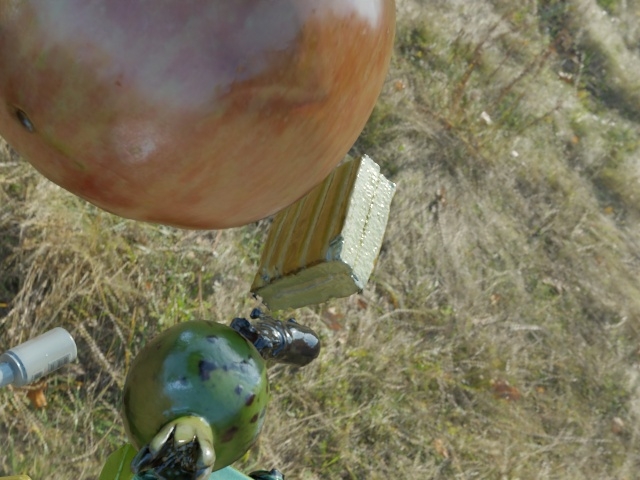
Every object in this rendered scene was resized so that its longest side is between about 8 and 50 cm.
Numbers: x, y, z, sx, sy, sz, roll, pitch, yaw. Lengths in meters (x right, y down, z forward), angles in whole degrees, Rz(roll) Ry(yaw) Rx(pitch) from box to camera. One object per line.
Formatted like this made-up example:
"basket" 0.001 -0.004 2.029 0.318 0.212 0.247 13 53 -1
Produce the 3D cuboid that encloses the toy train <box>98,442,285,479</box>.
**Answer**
"toy train" -0.234 0.514 1.293 0.369 0.237 0.150 42 28 -23

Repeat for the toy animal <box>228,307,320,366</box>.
"toy animal" -0.124 0.237 1.548 0.168 0.106 0.343 29 3 26

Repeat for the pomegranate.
"pomegranate" -0.187 0.238 0.967 0.242 0.306 0.242 1 82 -7

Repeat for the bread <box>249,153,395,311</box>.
"bread" 0.000 0.000 1.157 0.111 0.239 0.246 39 49 -26

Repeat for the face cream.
"face cream" -0.740 0.309 1.607 0.101 0.101 0.252 47 38 12

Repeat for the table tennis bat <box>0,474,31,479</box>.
"table tennis bat" -0.655 0.424 1.084 0.321 0.050 0.198 2 48 -10

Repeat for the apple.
"apple" -0.115 -0.206 0.614 0.391 0.346 0.391 41 10 -9
